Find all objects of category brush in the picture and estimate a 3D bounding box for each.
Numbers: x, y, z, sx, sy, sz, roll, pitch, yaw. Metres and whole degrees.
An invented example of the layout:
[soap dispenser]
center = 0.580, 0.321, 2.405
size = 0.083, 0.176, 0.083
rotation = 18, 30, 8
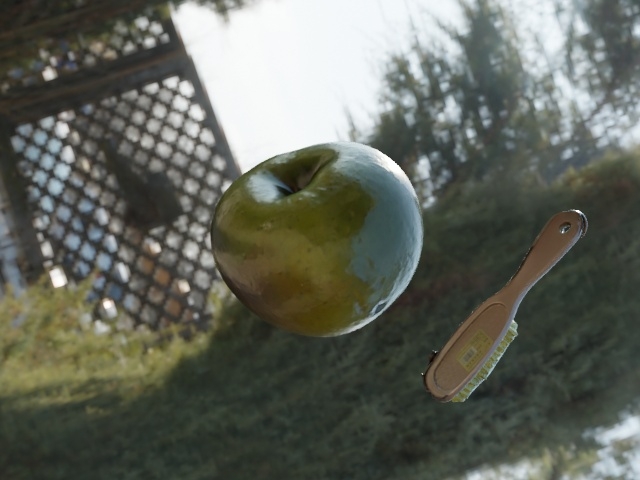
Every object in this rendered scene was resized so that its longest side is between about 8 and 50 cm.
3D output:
[brush]
center = 0.253, 0.091, 1.539
size = 0.067, 0.313, 0.072
rotation = 34, 5, -43

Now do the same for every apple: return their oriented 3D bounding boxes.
[apple]
center = 0.000, 0.000, 1.070
size = 0.157, 0.196, 0.196
rotation = 64, -3, -34
